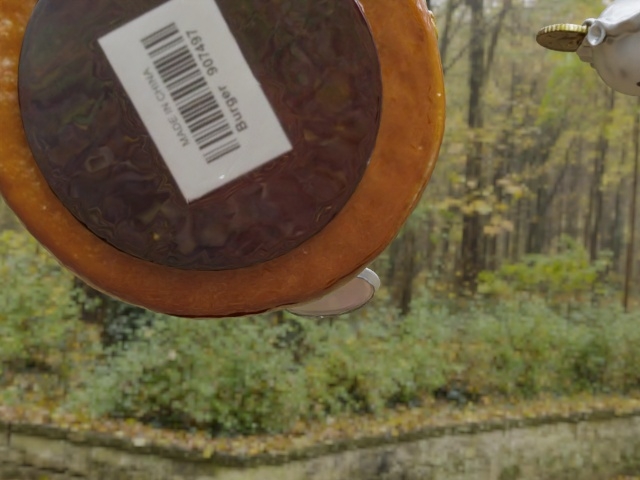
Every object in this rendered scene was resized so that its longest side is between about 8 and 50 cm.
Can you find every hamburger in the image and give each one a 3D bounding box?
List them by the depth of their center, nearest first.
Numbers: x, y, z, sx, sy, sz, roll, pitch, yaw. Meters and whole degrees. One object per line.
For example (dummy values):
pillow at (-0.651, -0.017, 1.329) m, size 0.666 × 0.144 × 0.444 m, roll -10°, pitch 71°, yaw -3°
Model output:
hamburger at (-0.070, -0.112, 0.741) m, size 0.329 × 0.330 × 0.250 m, roll 3°, pitch 14°, yaw -2°

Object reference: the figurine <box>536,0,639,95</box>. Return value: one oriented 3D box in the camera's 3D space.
figurine at (0.350, -0.198, 0.965) m, size 0.271 × 0.143 × 0.143 m, roll 16°, pitch 1°, yaw 9°

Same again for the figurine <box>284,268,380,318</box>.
figurine at (0.000, 0.000, 1.214) m, size 0.132 × 0.154 × 0.132 m, roll -5°, pitch -29°, yaw -3°
